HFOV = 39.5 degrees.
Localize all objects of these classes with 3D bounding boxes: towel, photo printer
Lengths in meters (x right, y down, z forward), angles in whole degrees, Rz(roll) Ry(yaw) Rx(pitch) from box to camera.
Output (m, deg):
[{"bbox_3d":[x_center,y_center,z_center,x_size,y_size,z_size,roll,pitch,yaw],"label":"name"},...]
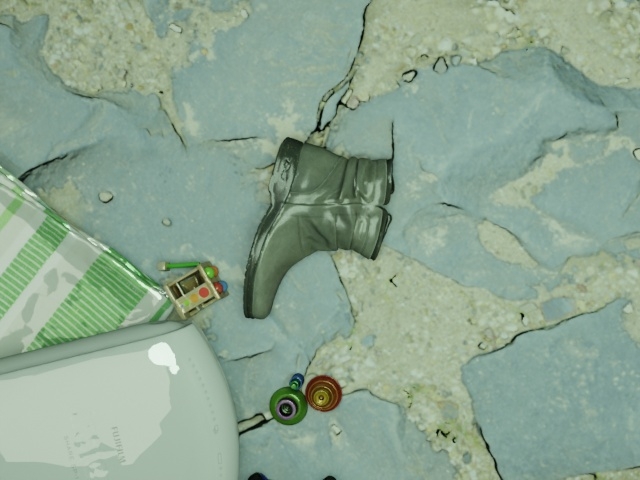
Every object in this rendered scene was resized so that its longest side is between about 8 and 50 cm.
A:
[{"bbox_3d":[-0.381,0.077,1.148,0.325,0.038,0.248,36,89,-8],"label":"towel"},{"bbox_3d":[-0.257,0.241,1.100,0.307,0.107,0.256,-13,96,-6],"label":"photo printer"}]

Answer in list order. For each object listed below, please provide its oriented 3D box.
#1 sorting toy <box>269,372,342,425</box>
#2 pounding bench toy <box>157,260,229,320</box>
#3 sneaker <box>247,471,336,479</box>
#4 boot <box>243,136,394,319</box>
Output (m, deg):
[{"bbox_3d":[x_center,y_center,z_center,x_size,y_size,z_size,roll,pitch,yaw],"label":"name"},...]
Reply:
[{"bbox_3d":[-0.023,0.204,1.152,0.102,0.042,0.061,-24,90,8],"label":"sorting toy"},{"bbox_3d":[-0.165,0.050,1.157,0.065,0.052,0.083,-31,89,8],"label":"pounding bench toy"},{"bbox_3d":[-0.073,0.404,1.139,0.315,0.127,0.182,-37,84,1],"label":"sneaker"},{"bbox_3d":[0.000,0.000,1.122,0.161,0.083,0.246,16,97,0],"label":"boot"}]
